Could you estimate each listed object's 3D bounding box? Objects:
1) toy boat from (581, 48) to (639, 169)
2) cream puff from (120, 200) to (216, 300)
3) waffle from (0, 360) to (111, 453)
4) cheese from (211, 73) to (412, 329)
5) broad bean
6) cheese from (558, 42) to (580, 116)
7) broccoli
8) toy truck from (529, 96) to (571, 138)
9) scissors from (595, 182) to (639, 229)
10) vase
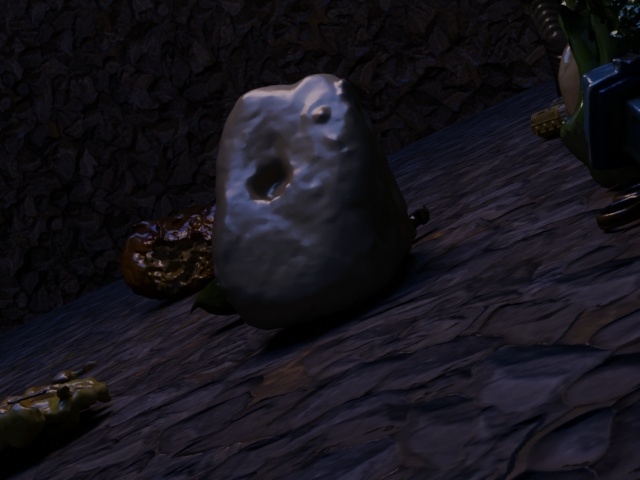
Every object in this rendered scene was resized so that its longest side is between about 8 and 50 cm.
[{"bbox_3d":[0.317,-0.111,0.777,0.237,0.109,0.098,-18,35,-7],"label":"toy boat"},{"bbox_3d":[-0.241,0.018,1.929,0.269,0.155,0.241,-21,8,-24],"label":"cream puff"},{"bbox_3d":[-0.358,0.202,1.081,0.280,0.060,0.262,-17,3,42],"label":"waffle"},{"bbox_3d":[0.002,0.000,1.068,0.173,0.251,0.248,-10,47,18],"label":"cheese"},{"bbox_3d":[-0.009,0.030,1.259,0.318,0.056,0.098,-21,-1,-3],"label":"broad bean"},{"bbox_3d":[0.461,-0.326,1.345,0.328,0.129,0.351,-38,20,56],"label":"cheese"},{"bbox_3d":[0.304,-0.177,0.942,0.245,0.265,0.294,-57,-33,-6],"label":"broccoli"},{"bbox_3d":[0.372,-0.189,1.584,0.062,0.052,0.123,-32,6,-18],"label":"toy truck"},{"bbox_3d":[0.313,-0.054,0.780,0.220,0.017,0.088,-20,6,38],"label":"scissors"},{"bbox_3d":[0.431,-0.352,1.856,0.115,0.237,0.115,-26,5,2],"label":"vase"}]
